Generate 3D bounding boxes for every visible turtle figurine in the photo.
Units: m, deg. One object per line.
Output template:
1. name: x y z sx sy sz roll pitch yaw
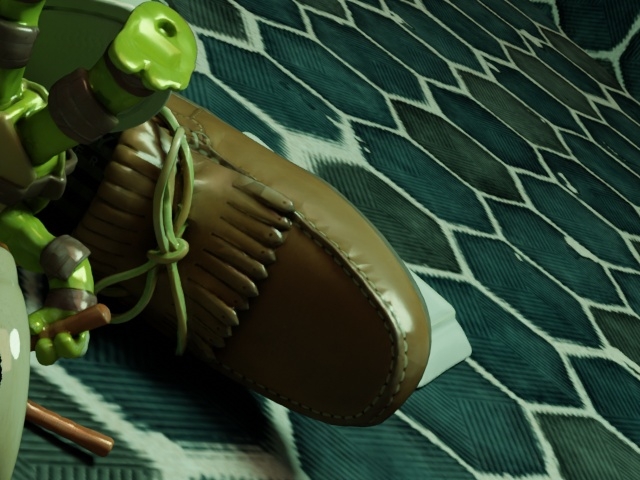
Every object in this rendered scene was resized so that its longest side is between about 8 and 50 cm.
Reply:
1. turtle figurine: -0.147 -0.040 0.826 0.269 0.217 0.087 49 36 5

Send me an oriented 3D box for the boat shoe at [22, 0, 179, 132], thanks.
1. boat shoe: -0.238 -0.148 0.888 0.340 0.127 0.113 7 43 -2

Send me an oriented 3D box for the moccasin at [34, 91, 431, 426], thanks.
1. moccasin: -0.102 -0.025 0.977 0.380 0.139 0.147 42 22 12

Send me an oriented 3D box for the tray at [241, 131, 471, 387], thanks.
1. tray: 0.000 0.000 1.271 0.270 0.030 0.145 41 18 12

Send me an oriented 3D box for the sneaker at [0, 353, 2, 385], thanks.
1. sneaker: -0.289 -0.022 0.587 0.322 0.130 0.236 3 36 -32

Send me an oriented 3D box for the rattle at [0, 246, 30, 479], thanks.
1. rattle: -0.179 0.088 0.643 0.142 0.130 0.200 29 47 -39
